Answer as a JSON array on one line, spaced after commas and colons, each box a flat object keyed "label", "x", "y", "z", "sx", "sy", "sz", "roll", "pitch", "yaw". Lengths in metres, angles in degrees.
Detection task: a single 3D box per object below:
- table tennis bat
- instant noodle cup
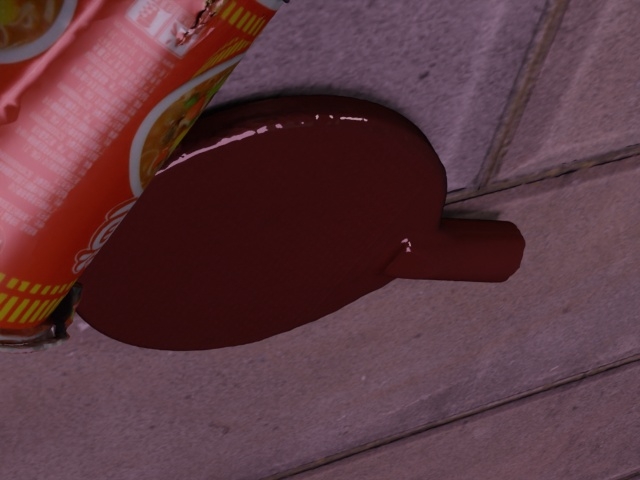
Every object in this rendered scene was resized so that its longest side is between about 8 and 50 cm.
[{"label": "table tennis bat", "x": 0.000, "y": 0.000, "z": 0.943, "sx": 0.415, "sy": 0.051, "sz": 0.268, "roll": 4, "pitch": 139, "yaw": -39}, {"label": "instant noodle cup", "x": -0.128, "y": -0.084, "z": 0.597, "sx": 0.212, "sy": 0.193, "sz": 0.193, "roll": -44, "pitch": 147, "yaw": 13}]
